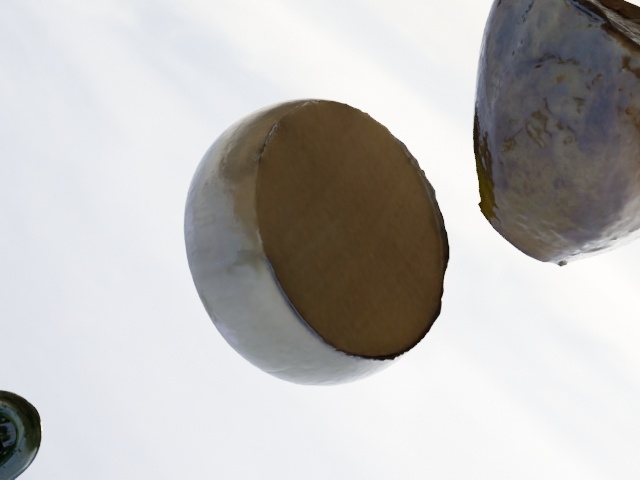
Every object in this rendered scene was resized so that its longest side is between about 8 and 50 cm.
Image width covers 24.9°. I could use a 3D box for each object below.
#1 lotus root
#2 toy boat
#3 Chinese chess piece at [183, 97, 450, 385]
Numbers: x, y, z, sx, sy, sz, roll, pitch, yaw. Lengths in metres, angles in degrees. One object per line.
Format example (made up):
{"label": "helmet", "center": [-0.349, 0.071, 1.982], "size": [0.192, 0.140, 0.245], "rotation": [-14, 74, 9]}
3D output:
{"label": "lotus root", "center": [0.174, -0.085, 1.012], "size": [0.188, 0.180, 0.199], "rotation": [13, -153, -37]}
{"label": "toy boat", "center": [-0.371, 0.212, 1.442], "size": [0.052, 0.210, 0.104], "rotation": [27, -136, -78]}
{"label": "Chinese chess piece", "center": [0.000, 0.000, 1.239], "size": [0.250, 0.103, 0.249], "rotation": [19, -117, -42]}
